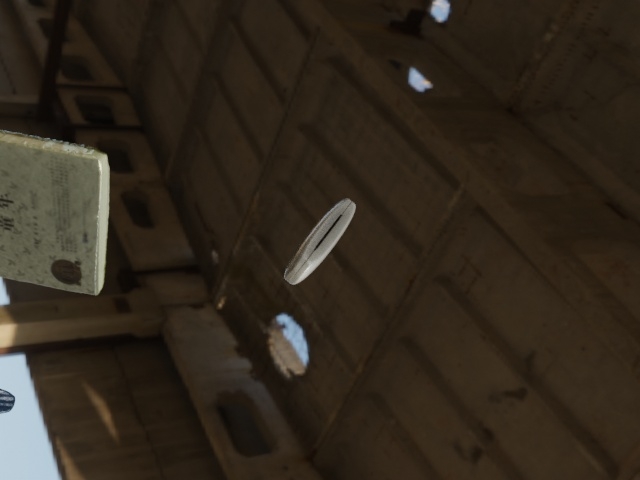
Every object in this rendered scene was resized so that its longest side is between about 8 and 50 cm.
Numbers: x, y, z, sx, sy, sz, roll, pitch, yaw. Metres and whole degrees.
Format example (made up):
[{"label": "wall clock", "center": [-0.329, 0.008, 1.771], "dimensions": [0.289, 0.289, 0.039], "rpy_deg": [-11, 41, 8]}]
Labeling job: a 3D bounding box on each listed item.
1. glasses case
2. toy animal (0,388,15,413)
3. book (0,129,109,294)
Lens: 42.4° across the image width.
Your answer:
[{"label": "glasses case", "center": [0.000, 0.000, 1.429], "dimensions": [0.049, 0.193, 0.074], "rpy_deg": [39, -33, -4]}, {"label": "toy animal", "center": [-0.485, 0.232, 0.944], "dimensions": [0.255, 0.176, 0.239], "rpy_deg": [43, -80, 0]}, {"label": "book", "center": [-0.475, -0.049, 1.166], "dimensions": [0.035, 0.352, 0.239], "rpy_deg": [-80, -179, -57]}]
